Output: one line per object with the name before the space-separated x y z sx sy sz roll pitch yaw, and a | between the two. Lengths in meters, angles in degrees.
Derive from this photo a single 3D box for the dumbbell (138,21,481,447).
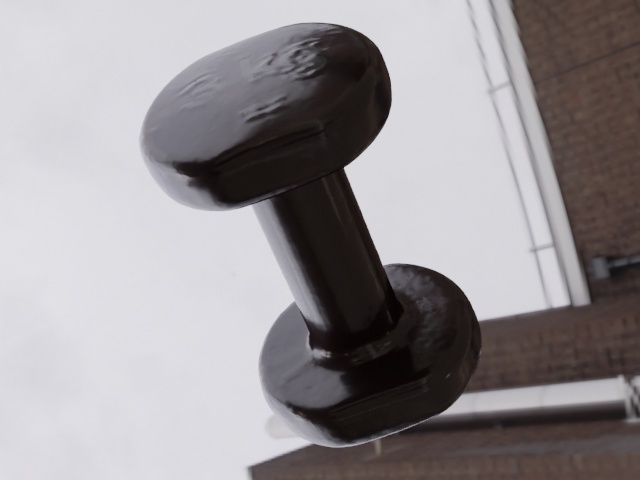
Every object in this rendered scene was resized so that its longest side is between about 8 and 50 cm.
dumbbell | 0.000 0.000 0.715 0.140 0.124 0.225 -19 -55 4
